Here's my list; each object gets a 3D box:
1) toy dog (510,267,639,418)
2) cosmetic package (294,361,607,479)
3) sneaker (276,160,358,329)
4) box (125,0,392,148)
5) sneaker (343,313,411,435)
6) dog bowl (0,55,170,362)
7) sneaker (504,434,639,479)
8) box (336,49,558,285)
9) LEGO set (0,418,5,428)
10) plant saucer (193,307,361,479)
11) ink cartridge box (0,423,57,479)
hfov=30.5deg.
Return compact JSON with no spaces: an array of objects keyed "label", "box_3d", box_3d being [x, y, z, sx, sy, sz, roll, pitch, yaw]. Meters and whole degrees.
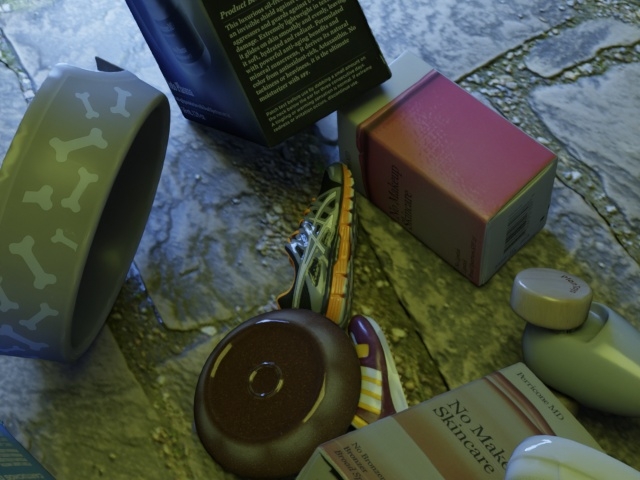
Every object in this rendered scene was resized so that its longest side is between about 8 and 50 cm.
[{"label":"toy dog","box_3d":[0.346,0.134,1.219,0.334,0.220,0.161,37,36,15]},{"label":"cosmetic package","box_3d":[0.120,0.239,1.102,0.296,0.129,0.153,-15,53,-44]},{"label":"sneaker","box_3d":[0.000,0.000,1.366,0.083,0.084,0.215,2,59,10]},{"label":"box","box_3d":[-0.107,-0.289,1.361,0.183,0.294,0.296,-32,23,-17]},{"label":"sneaker","box_3d":[0.046,0.164,1.267,0.084,0.069,0.185,-15,57,-8]},{"label":"dog bowl","box_3d":[-0.258,-0.028,1.257,0.102,0.349,0.348,18,60,0]},{"label":"sneaker","box_3d":[0.220,0.279,0.833,0.292,0.108,0.169,37,58,21]},{"label":"box","box_3d":[0.144,-0.085,1.369,0.127,0.148,0.232,-41,64,-19]},{"label":"LEGO set","box_3d":[-0.382,0.209,1.294,0.083,0.023,0.054,11,56,25]},{"label":"plant saucer","box_3d":[-0.054,0.156,1.261,0.199,0.036,0.198,-11,58,18]},{"label":"ink cartridge box","box_3d":[-0.396,0.256,1.105,0.395,0.270,0.151,39,101,23]}]
